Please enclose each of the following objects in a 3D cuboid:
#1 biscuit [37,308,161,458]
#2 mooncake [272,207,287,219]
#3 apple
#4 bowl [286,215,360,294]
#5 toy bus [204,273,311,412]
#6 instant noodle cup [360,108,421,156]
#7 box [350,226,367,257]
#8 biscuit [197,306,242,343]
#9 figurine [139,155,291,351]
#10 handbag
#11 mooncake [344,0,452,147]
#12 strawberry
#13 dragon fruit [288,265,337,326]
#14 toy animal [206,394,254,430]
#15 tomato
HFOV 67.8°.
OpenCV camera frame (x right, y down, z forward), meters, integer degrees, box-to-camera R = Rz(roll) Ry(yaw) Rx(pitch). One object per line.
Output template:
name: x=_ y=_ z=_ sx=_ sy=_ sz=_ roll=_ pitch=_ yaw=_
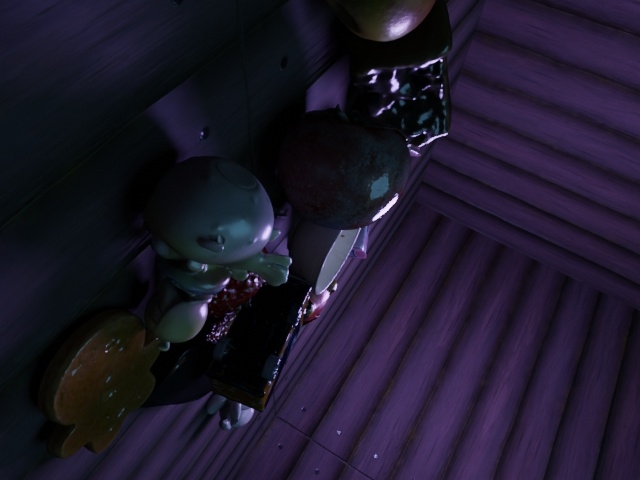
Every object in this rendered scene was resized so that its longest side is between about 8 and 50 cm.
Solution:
biscuit: x=-0.407 y=0.264 z=0.890 sx=0.275 sy=0.052 sz=0.355 roll=-56 pitch=163 yaw=-35
mooncake: x=-0.154 y=0.040 z=1.298 sx=0.057 sy=0.150 sz=0.347 roll=-90 pitch=178 yaw=-52
apple: x=0.101 y=-0.491 z=0.862 sx=0.194 sy=0.261 sz=0.261 roll=-46 pitch=167 yaw=8
bowl: x=0.000 y=0.000 z=1.332 sx=0.277 sy=0.145 sz=0.277 roll=-55 pitch=166 yaw=-21
toy bus: x=-0.147 y=0.250 z=1.213 sx=0.194 sy=0.162 sz=0.323 roll=98 pitch=13 yaw=-51
instant noodle cup: x=0.239 y=-0.413 z=1.509 sx=0.231 sy=0.243 sz=0.243 roll=-72 pitch=164 yaw=7
box: x=0.129 y=-0.135 z=1.606 sx=0.190 sy=0.112 sz=0.370 roll=61 pitch=39 yaw=-78
biscuit: x=-0.272 y=0.231 z=1.325 sx=0.188 sy=0.027 sz=0.188 roll=-54 pitch=163 yaw=-25
figurine: x=-0.200 y=0.053 z=0.848 sx=0.394 sy=0.274 sz=0.226 roll=-59 pitch=-160 yaw=27
handbag: x=-0.321 y=0.336 z=1.219 sx=0.191 sy=0.075 sz=0.332 roll=-52 pitch=161 yaw=-1
mooncake: x=0.208 y=-0.408 z=1.195 sx=0.393 sy=0.246 sz=0.394 roll=-64 pitch=148 yaw=-57
strawberry: x=-0.205 y=0.064 z=1.045 sx=0.233 sy=0.138 sz=0.306 roll=-57 pitch=166 yaw=-10
dragon fruit: x=-0.084 y=0.163 z=1.478 sx=0.227 sy=0.224 sz=0.224 roll=-22 pitch=140 yaw=-47
toy animal: x=-0.300 y=0.575 z=1.667 sx=0.178 sy=0.127 sz=0.193 roll=-48 pitch=163 yaw=-36
tomato: x=0.052 y=-0.176 z=1.123 sx=0.316 sy=0.316 sz=0.282 roll=-37 pitch=144 yaw=-57
